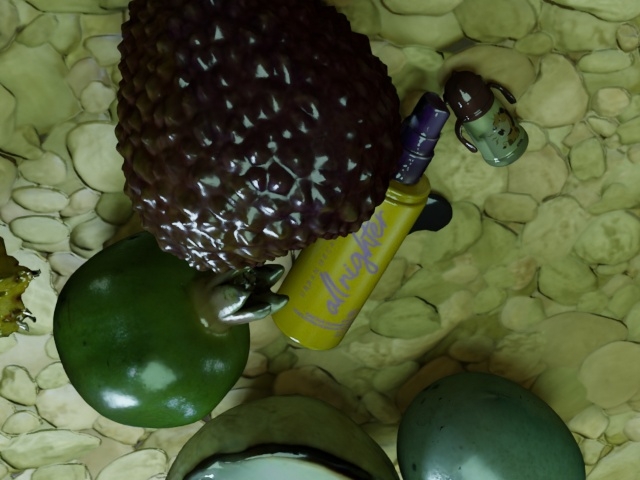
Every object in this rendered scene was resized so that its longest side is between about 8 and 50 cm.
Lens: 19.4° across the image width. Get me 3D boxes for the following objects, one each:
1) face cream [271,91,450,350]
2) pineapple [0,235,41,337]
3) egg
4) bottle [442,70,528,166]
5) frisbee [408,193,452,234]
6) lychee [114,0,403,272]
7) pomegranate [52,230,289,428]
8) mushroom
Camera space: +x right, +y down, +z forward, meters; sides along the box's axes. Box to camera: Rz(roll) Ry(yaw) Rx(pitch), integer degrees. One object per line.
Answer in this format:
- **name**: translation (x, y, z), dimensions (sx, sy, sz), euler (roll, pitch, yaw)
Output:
- **face cream**: translation (0.044, -0.021, 1.716), dimensions (0.078, 0.078, 0.273), euler (16, 123, -24)
- **pineapple**: translation (-0.371, 0.021, 1.645), dimensions (0.233, 0.135, 0.079), euler (3, 120, -27)
- **egg**: translation (0.176, 0.230, 1.912), dimensions (0.169, 0.169, 0.236), euler (-39, 129, 19)
- **bottle**: translation (0.147, -0.112, 1.700), dimensions (0.047, 0.063, 0.101), euler (-11, 135, 35)
- **frisbee**: translation (0.000, 0.000, 1.783), dimensions (0.187, 0.012, 0.211), euler (30, 117, -31)
- **lychee**: translation (-0.063, -0.110, 1.541), dimensions (0.271, 0.271, 0.271), euler (-7, 130, -8)
- **pomegranate**: translation (-0.129, 0.072, 1.687), dimensions (0.225, 0.187, 0.187), euler (-24, 134, 36)
- **mushroom**: translation (-0.031, 0.236, 1.877), dimensions (0.267, 0.164, 0.189), euler (17, 120, -21)
